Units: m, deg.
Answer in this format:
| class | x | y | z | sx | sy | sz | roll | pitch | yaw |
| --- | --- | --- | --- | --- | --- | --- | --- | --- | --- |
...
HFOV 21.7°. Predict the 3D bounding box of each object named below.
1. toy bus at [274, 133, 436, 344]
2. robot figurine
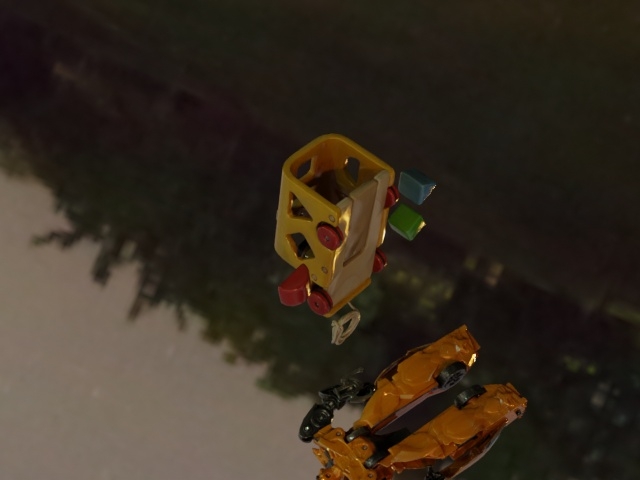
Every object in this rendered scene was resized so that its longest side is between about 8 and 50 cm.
| class | x | y | z | sx | sy | sz | roll | pitch | yaw |
| --- | --- | --- | --- | --- | --- | --- | --- | --- | --- |
| toy bus | 0.005 | -0.011 | 1.692 | 0.104 | 0.202 | 0.191 | 36 | -173 | 24 |
| robot figurine | 0.117 | 0.249 | 2.212 | 0.211 | 0.291 | 0.085 | 52 | 164 | 24 |
